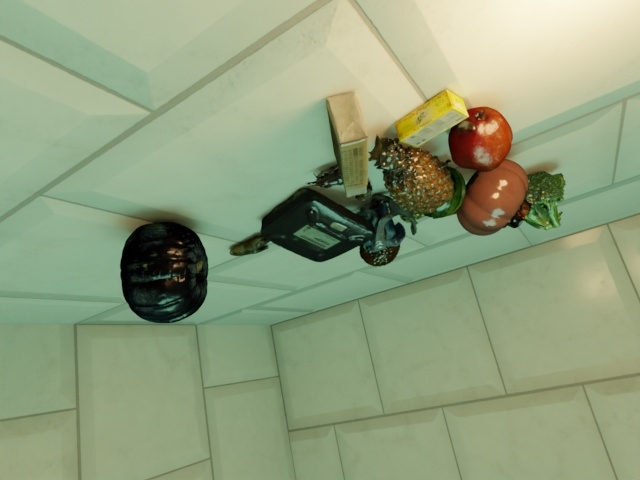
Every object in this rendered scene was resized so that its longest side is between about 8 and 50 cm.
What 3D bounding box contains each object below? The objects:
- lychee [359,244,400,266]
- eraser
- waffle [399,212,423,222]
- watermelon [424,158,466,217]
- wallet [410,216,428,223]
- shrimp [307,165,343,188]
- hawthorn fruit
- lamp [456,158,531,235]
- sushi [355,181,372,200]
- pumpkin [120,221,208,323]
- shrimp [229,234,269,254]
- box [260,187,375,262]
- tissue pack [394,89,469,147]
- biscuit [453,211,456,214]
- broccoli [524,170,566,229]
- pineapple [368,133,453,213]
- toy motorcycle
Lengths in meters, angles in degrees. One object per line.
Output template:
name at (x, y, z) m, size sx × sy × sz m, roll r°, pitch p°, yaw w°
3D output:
lychee at (0.284, 0.035, 2.147) m, size 0.238 × 0.200 × 0.200 m, roll -12°, pitch 167°, yaw -45°
eraser at (0.080, -0.246, 1.219) m, size 0.078 × 0.144 × 0.343 m, roll -14°, pitch 163°, yaw 2°
waffle at (0.432, -0.147, 1.896) m, size 0.203 × 0.054 × 0.223 m, roll -27°, pitch 160°, yaw 11°
watermelon at (0.421, -0.187, 1.578) m, size 0.187 × 0.215 × 0.188 m, roll 5°, pitch -162°, yaw -2°
wallet at (0.476, -0.109, 2.095) m, size 0.061 × 0.025 × 0.122 m, roll 16°, pitch 149°, yaw -43°
shrimp at (0.044, -0.208, 1.438) m, size 0.190 × 0.073 × 0.075 m, roll -22°, pitch 119°, yaw 0°
hawthorn fruit at (0.454, -0.301, 1.267) m, size 0.185 × 0.185 × 0.202 m, roll -16°, pitch 149°, yaw 12°
lamp at (0.645, -0.150, 1.633) m, size 0.239 × 0.305 × 0.305 m, roll 32°, pitch 162°, yaw 7°
sushi at (0.162, -0.181, 1.629) m, size 0.055 × 0.052 × 0.120 m, roll 7°, pitch 157°, yaw -9°
pumpkin at (-0.544, 0.114, 1.565) m, size 0.265 × 0.364 × 0.363 m, roll -5°, pitch 162°, yaw -2°
shrimp at (-0.274, 0.022, 1.970) m, size 0.295 × 0.058 × 0.169 m, roll -21°, pitch 168°, yaw 36°
box at (-0.016, -0.043, 1.709) m, size 0.359 × 0.091 × 0.350 m, roll 26°, pitch 145°, yaw -30°
tissue pack at (0.305, -0.334, 1.228) m, size 0.095 × 0.062 × 0.176 m, roll 3°, pitch 156°, yaw -45°
biscuit at (0.653, -0.152, 1.993) m, size 0.301 × 0.049 × 0.197 m, roll -14°, pitch -177°, yaw -10°
broccoli at (0.915, -0.169, 1.867) m, size 0.265 × 0.246 × 0.294 m, roll -30°, pitch -173°, yaw -3°
pineapple at (0.266, -0.209, 1.366) m, size 0.201 × 0.202 × 0.362 m, roll -22°, pitch 156°, yaw 29°
toy motorcycle at (0.269, -0.041, 1.822) m, size 0.240 × 0.182 × 0.319 m, roll 9°, pitch 157°, yaw 23°
